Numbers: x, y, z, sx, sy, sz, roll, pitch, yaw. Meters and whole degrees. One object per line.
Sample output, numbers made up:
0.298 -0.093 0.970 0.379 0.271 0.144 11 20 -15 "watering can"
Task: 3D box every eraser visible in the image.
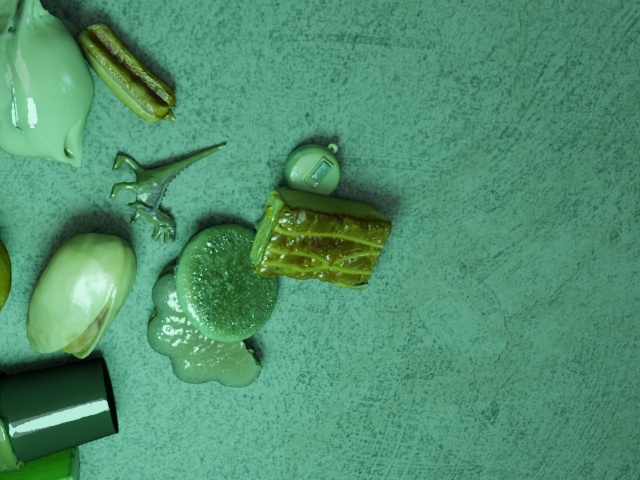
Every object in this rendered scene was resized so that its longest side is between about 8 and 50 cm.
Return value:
-0.675 0.539 1.751 0.274 0.210 0.092 -13 109 -9 "eraser"

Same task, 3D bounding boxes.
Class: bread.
-0.195 0.090 1.708 0.266 0.040 0.267 3 85 -39 "bread"
-0.280 0.215 1.776 0.183 0.102 0.337 -31 112 3 "bread"
0.000 0.000 1.715 0.274 0.114 0.185 10 115 -27 "bread"

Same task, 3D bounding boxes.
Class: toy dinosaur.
-0.343 -0.125 1.680 0.199 0.072 0.252 20 91 -27 "toy dinosaur"

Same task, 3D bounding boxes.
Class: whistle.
-0.049 -0.111 1.729 0.126 0.067 0.258 37 101 -22 "whistle"

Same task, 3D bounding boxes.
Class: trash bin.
-0.621 0.379 1.706 0.333 0.214 0.214 -11 110 -10 "trash bin"

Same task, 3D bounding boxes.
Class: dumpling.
-0.590 -0.312 1.473 0.315 0.233 0.395 13 134 17 "dumpling"

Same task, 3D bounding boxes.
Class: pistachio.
-0.497 0.114 1.656 0.187 0.187 0.299 25 103 -17 "pistachio"

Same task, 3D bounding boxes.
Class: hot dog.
-0.390 -0.326 1.585 0.249 0.102 0.076 44 137 -18 "hot dog"

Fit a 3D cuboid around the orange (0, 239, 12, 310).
-0.748 0.086 1.561 0.264 0.264 0.264 -3 108 -10 "orange"
